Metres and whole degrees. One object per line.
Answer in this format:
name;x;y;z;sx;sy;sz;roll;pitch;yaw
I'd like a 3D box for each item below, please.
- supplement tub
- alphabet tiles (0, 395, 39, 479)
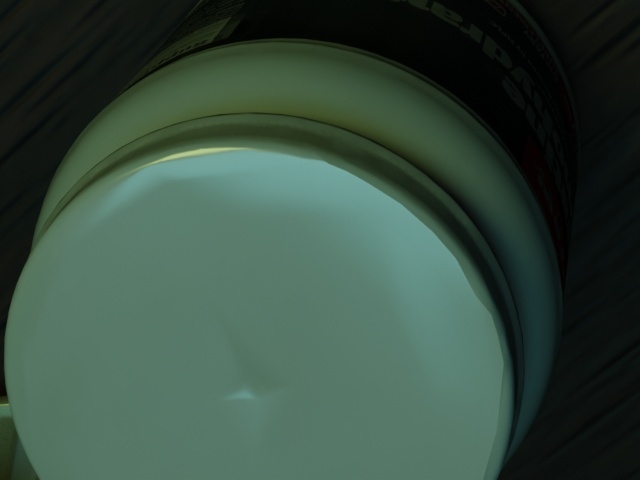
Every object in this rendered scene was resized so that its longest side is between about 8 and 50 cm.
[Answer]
supplement tub;0.000;0.000;0.750;0.191;0.272;0.191;3;111;8
alphabet tiles;-0.174;0.238;0.994;0.285;0.011;0.343;-6;110;4
